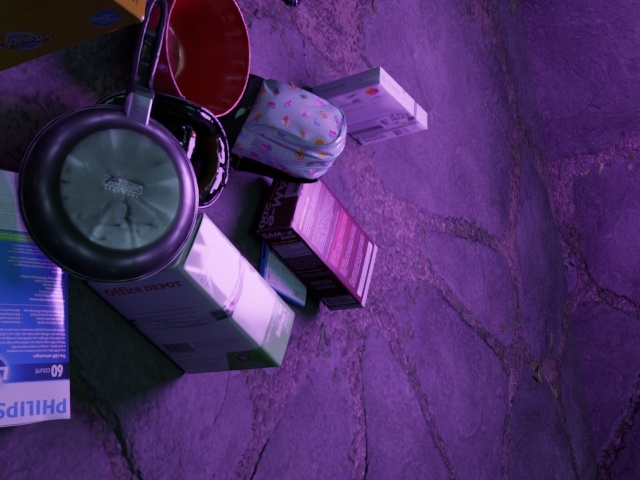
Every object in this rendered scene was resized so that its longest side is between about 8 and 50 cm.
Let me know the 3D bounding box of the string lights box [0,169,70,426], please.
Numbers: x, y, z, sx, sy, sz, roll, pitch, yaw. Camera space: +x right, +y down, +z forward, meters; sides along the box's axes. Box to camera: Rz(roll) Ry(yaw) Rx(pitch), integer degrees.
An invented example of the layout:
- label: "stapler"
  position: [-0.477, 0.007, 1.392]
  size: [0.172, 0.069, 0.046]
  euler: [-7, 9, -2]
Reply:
- label: "string lights box"
  position: [-0.337, 0.061, 0.882]
  size: [0.133, 0.076, 0.260]
  euler: [10, 74, -56]

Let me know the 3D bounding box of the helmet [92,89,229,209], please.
- label: "helmet"
  position: [-0.212, -0.104, 1.039]
  size: [0.169, 0.161, 0.170]
  euler: [-27, 120, -61]

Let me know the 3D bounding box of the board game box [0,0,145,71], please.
- label: "board game box"
  position: [-0.290, -0.287, 0.813]
  size: [0.064, 0.316, 0.242]
  euler: [27, 60, -52]

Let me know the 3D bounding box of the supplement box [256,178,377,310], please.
- label: "supplement box"
  position: [0.000, 0.000, 1.402]
  size: [0.239, 0.073, 0.130]
  euler: [50, 44, -40]

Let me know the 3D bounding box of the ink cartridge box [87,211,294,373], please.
- label: "ink cartridge box"
  position: [-0.160, 0.074, 1.080]
  size: [0.219, 0.160, 0.093]
  euler: [53, 41, -38]

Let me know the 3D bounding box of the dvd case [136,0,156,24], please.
- label: "dvd case"
  position: [-0.295, -0.374, 1.105]
  size: [0.221, 0.018, 0.165]
  euler: [-9, 91, -58]

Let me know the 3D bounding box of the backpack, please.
- label: "backpack"
  position: [-0.053, -0.166, 1.288]
  size: [0.181, 0.115, 0.152]
  euler: [23, 59, -8]

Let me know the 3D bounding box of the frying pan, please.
- label: "frying pan"
  position: [-0.188, -0.103, 0.932]
  size: [0.197, 0.053, 0.326]
  euler: [40, 68, -19]

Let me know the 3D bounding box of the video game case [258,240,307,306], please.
- label: "video game case"
  position: [-0.054, 0.013, 1.397]
  size: [0.119, 0.015, 0.166]
  euler: [34, 55, -49]

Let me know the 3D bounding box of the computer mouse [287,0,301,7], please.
- label: "computer mouse"
  position: [-0.080, -0.546, 1.434]
  size: [0.272, 0.072, 0.189]
  euler: [34, 56, -50]

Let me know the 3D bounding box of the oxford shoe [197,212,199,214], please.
- label: "oxford shoe"
  position: [-0.172, -0.013, 1.164]
  size: [0.076, 0.076, 0.212]
  euler: [-48, 121, -49]

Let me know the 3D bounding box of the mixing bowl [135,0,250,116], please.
- label: "mixing bowl"
  position: [-0.188, -0.259, 1.159]
  size: [0.181, 0.098, 0.182]
  euler: [-10, 102, -59]

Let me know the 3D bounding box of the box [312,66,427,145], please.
- label: "box"
  position: [0.093, -0.244, 1.569]
  size: [0.186, 0.145, 0.038]
  euler: [29, 56, -51]
